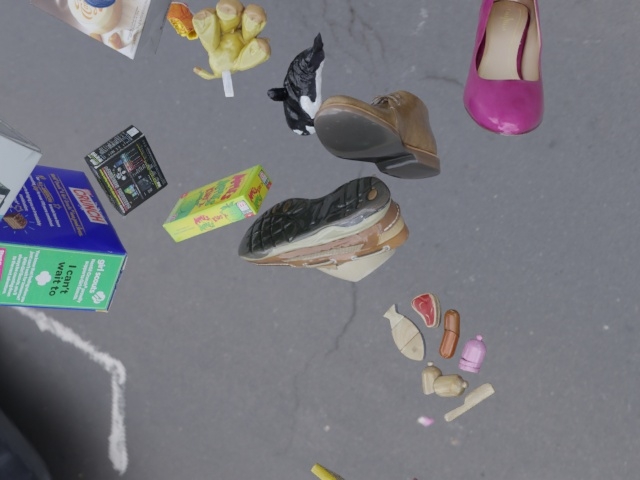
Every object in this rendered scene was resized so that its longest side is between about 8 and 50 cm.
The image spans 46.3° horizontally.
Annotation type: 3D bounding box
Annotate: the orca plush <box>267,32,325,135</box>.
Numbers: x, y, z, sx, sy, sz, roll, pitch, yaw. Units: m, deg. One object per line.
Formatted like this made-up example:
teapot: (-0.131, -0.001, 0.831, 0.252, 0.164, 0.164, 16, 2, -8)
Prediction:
orca plush: (-0.051, -0.287, 1.488, 0.287, 0.102, 0.151, 138, 117, -78)

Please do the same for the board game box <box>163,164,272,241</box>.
board game box: (-0.178, -0.063, 1.298, 0.181, 0.092, 0.043, -18, 122, 30)

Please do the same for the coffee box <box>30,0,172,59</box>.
coffee box: (-0.436, -0.482, 1.493, 0.246, 0.098, 0.141, 28, 117, 6)

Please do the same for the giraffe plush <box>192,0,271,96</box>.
giraffe plush: (-0.192, -0.454, 1.727, 0.181, 0.170, 0.210, 12, 115, 1)

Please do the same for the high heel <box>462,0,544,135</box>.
high heel: (0.295, -0.313, 1.184, 0.127, 0.377, 0.181, 3, 127, 4)

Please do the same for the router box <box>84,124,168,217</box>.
router box: (-0.304, -0.108, 1.180, 0.038, 0.092, 0.122, 38, 158, 32)

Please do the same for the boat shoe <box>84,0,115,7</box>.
boat shoe: (-0.247, -0.364, 0.851, 0.066, 0.066, 0.183, 52, 125, 46)

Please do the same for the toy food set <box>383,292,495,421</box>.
toy food set: (0.113, 0.098, 0.687, 0.078, 0.019, 0.122, -42, 58, 28)

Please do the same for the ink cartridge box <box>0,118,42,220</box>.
ink cartridge box: (-0.406, -0.061, 0.810, 0.127, 0.072, 0.175, 33, 91, 25)

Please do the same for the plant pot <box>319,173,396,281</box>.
plant pot: (0.082, -0.009, 1.894, 0.191, 0.284, 0.284, 52, 130, 0)

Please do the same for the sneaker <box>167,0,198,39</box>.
sneaker: (-0.360, -0.572, 1.948, 0.064, 0.175, 0.067, -6, 82, 21)

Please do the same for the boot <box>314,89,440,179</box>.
boot: (0.087, -0.179, 1.136, 0.112, 0.305, 0.115, -6, 79, 32)

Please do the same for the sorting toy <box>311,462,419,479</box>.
sorting toy: (0.113, 0.252, 0.639, 0.274, 0.046, 0.132, 40, 170, -27)

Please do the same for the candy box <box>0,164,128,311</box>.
candy box: (-0.496, -0.020, 1.159, 0.268, 0.317, 0.122, 49, 122, 44)

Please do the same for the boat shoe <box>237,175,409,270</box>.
boat shoe: (0.000, 0.000, 1.207, 0.324, 0.122, 0.120, -13, 131, 44)
